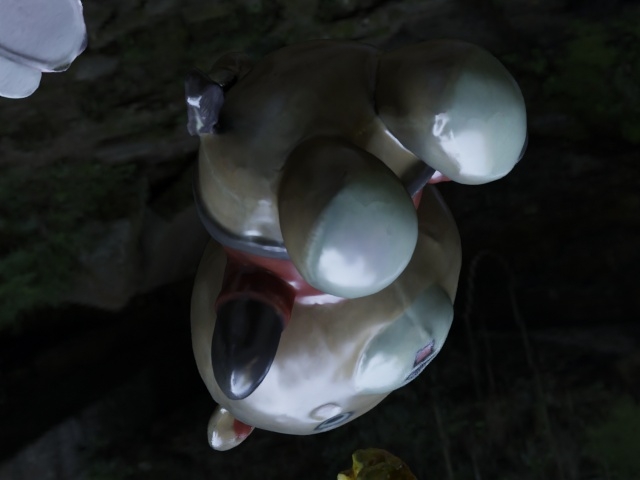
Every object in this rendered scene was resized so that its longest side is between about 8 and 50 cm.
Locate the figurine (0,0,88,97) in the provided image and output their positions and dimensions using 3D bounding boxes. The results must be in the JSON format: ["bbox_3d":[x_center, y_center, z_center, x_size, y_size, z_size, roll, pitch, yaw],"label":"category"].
[{"bbox_3d":[-0.441,-0.239,1.231,0.316,0.206,0.284,11,-154,25],"label":"figurine"}]

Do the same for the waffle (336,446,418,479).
[{"bbox_3d":[0.080,0.240,0.957,0.055,0.211,0.160,-34,-132,-6],"label":"waffle"}]

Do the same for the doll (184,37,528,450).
[{"bbox_3d":[0.000,0.000,0.737,0.235,0.174,0.330,-48,162,-24],"label":"doll"}]
